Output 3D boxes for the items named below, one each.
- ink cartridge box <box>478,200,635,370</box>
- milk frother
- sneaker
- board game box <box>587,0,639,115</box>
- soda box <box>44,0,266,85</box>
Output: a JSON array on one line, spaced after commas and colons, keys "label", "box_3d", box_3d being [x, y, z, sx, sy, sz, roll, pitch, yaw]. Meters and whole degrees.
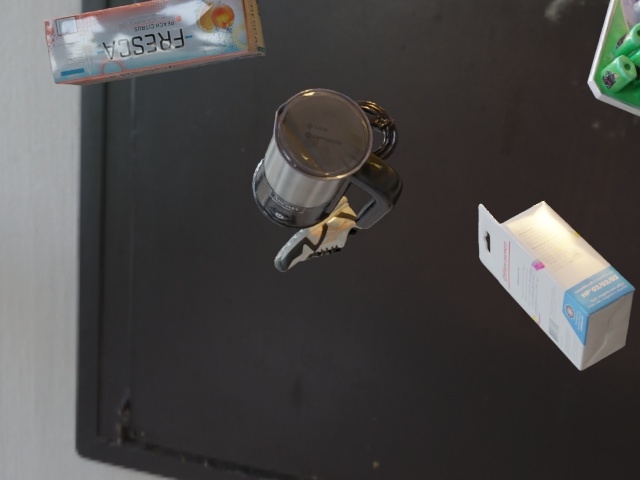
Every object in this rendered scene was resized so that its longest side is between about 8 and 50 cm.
[{"label": "ink cartridge box", "box_3d": [0.244, 0.035, 0.982, 0.062, 0.104, 0.181, -27, 51, -13]}, {"label": "milk frother", "box_3d": [0.016, -0.091, 0.839, 0.129, 0.143, 0.135, 14, -19, -9]}, {"label": "sneaker", "box_3d": [0.000, 0.000, 0.928, 0.109, 0.043, 0.040, -40, 1, -27]}, {"label": "board game box", "box_3d": [0.520, -0.263, 1.005, 0.390, 0.390, 0.050, 21, -16, -5]}, {"label": "soda box", "box_3d": [-0.145, -0.178, 0.819, 0.183, 0.058, 0.063, -6, 7, 12]}]
